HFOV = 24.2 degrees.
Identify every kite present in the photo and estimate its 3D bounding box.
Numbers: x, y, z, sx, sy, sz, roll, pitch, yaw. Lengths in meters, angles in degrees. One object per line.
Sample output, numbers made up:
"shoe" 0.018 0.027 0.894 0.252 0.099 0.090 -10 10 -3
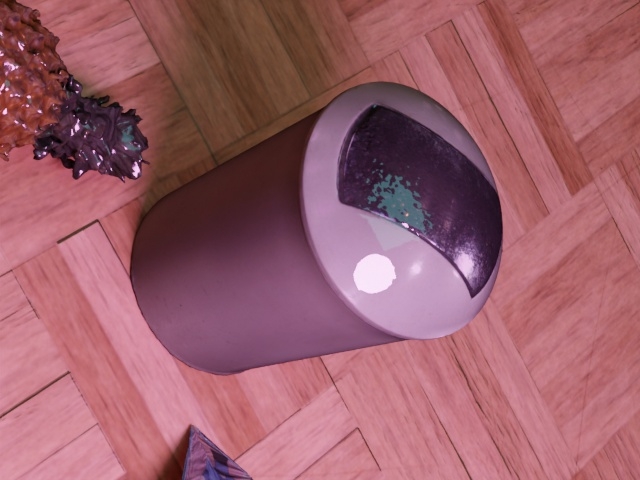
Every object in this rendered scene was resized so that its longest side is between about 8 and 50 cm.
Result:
"kite" -0.082 0.348 1.716 0.314 0.011 0.335 60 21 19

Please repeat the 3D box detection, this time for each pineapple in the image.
"pineapple" -0.333 -0.163 1.628 0.362 0.202 0.202 24 62 -41

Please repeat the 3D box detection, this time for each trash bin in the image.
"trash bin" 0.000 0.000 1.688 0.280 0.432 0.280 13 69 -36
